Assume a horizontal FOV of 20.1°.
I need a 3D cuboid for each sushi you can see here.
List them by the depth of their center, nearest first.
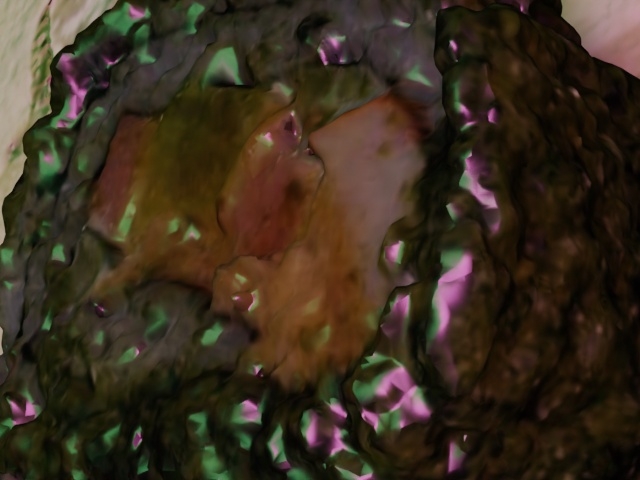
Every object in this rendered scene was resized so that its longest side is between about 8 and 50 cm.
[{"bbox_3d":[0.000,0.000,0.835,0.352,0.178,0.294,-6,69,45],"label":"sushi"}]
